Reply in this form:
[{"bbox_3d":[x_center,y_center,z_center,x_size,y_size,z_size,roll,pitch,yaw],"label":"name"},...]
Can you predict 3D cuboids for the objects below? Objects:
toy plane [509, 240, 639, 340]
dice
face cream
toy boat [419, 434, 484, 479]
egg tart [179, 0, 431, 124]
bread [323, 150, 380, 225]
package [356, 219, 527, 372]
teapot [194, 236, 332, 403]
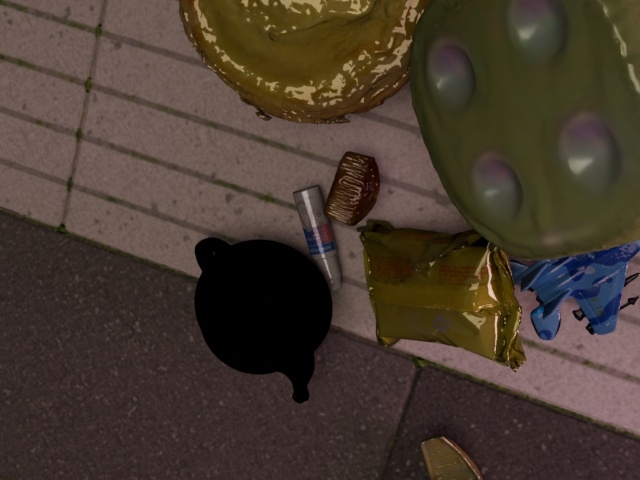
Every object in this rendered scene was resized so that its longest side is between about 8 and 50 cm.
[{"bbox_3d":[0.308,0.000,0.854,0.246,0.078,0.169,-40,91,12],"label":"toy plane"},{"bbox_3d":[0.252,-0.138,0.690,0.254,0.250,0.252,-21,93,-28],"label":"dice"},{"bbox_3d":[0.000,0.000,0.951,0.034,0.034,0.130,-13,100,16],"label":"face cream"},{"bbox_3d":[0.171,0.311,0.963,0.065,0.066,0.172,-22,96,21],"label":"toy boat"},{"bbox_3d":[-0.004,-0.282,0.844,0.315,0.120,0.315,3,101,13],"label":"egg tart"},{"bbox_3d":[0.041,-0.058,0.904,0.053,0.085,0.085,20,107,4],"label":"bread"},{"bbox_3d":[0.132,0.051,0.879,0.226,0.090,0.168,3,104,45],"label":"package"},{"bbox_3d":[-0.078,0.089,0.945,0.159,0.159,0.232,-41,78,19],"label":"teapot"}]
